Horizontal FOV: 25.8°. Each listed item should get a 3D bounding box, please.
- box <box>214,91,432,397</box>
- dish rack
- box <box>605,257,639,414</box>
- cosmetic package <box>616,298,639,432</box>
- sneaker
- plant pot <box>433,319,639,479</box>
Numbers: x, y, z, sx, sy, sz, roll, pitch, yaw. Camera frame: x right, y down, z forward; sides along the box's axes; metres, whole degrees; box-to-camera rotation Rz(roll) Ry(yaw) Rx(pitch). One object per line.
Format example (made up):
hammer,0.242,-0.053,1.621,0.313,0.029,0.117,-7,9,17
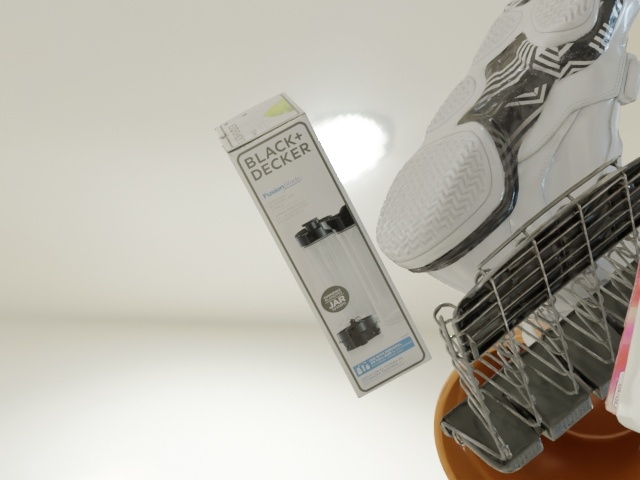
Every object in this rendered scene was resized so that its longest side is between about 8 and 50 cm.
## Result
box,0.000,0.000,1.445,0.087,0.290,0.169,-29,14,-1
dish rack,0.167,0.046,0.991,0.208,0.074,0.271,-39,-35,-10
box,0.314,0.078,0.815,0.128,0.257,0.122,17,-93,-62
cosmetic package,0.317,0.040,0.555,0.155,0.366,0.196,3,-80,-35
sneaker,0.220,-0.085,1.194,0.365,0.210,0.137,-55,20,-11
plant pot,0.308,0.204,1.705,0.291,0.291,0.203,-53,-5,33
